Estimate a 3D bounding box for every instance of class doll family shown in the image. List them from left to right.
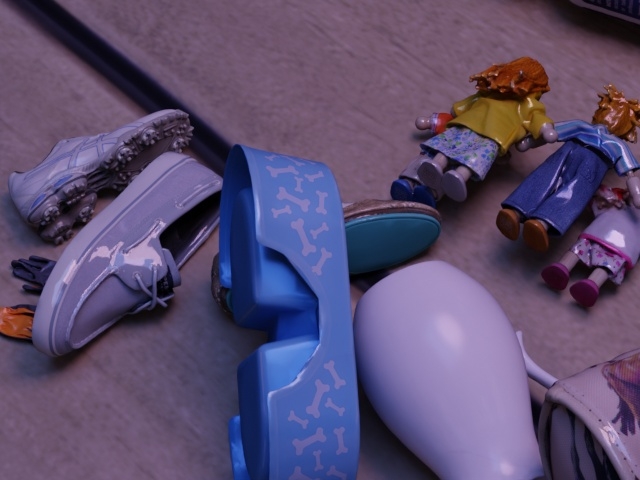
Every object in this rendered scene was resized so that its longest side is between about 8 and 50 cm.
[{"bbox_3d":[0.193,-0.074,1.344,0.263,0.118,0.163,31,62,22],"label":"doll family"}]

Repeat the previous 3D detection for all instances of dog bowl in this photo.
[{"bbox_3d":[-0.025,0.071,1.203,0.074,0.166,0.297,-2,78,-13],"label":"dog bowl"}]

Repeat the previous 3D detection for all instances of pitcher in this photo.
[{"bbox_3d":[0.130,0.117,1.223,0.178,0.125,0.207,-14,65,-27],"label":"pitcher"}]

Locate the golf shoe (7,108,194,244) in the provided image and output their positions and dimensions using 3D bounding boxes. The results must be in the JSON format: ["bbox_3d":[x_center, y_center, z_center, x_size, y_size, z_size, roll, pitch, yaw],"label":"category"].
[{"bbox_3d":[-0.200,-0.077,1.404,0.176,0.069,0.086,-33,53,-20],"label":"golf shoe"}]

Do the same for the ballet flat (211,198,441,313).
[{"bbox_3d":[0.000,0.000,1.337,0.206,0.073,0.067,-17,41,-13],"label":"ballet flat"}]

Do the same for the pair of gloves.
[{"bbox_3d":[-0.246,0.050,1.347,0.074,0.010,0.083,17,57,15],"label":"pair of gloves"}]

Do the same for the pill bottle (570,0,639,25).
[{"bbox_3d":[0.313,-0.274,1.458,0.265,0.153,0.153,21,58,16],"label":"pill bottle"}]

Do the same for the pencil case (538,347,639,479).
[{"bbox_3d":[0.356,0.129,1.140,0.410,0.183,0.160,-18,12,-20],"label":"pencil case"}]

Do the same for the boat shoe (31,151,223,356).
[{"bbox_3d":[-0.152,0.015,1.325,0.081,0.079,0.227,22,56,23],"label":"boat shoe"}]
